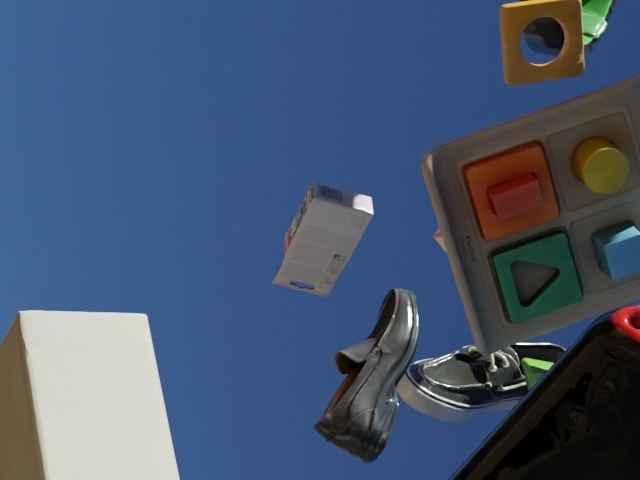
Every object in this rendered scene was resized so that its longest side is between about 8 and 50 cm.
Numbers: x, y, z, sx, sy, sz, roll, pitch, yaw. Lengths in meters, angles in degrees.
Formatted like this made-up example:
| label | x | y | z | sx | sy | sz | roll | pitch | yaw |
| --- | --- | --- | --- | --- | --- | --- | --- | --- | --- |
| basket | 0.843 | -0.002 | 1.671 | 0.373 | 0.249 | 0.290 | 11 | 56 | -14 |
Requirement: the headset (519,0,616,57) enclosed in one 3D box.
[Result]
| label | x | y | z | sx | sy | sz | roll | pitch | yaw |
| --- | --- | --- | --- | --- | --- | --- | --- | --- | --- |
| headset | 0.273 | -0.349 | 1.458 | 0.185 | 0.243 | 0.394 | 14 | -49 | 21 |

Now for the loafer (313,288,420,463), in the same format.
| label | x | y | z | sx | sy | sz | roll | pitch | yaw |
| --- | --- | --- | --- | --- | --- | --- | --- | --- | --- |
| loafer | 0.043 | 0.108 | 1.387 | 0.062 | 0.061 | 0.170 | 127 | -16 | -53 |

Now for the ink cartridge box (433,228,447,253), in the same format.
| label | x | y | z | sx | sy | sz | roll | pitch | yaw |
| --- | --- | --- | --- | --- | --- | --- | --- | --- | --- |
| ink cartridge box | 0.216 | -0.052 | 1.554 | 0.067 | 0.198 | 0.115 | 50 | -25 | -18 |

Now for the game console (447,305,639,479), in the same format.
| label | x | y | z | sx | sy | sz | roll | pitch | yaw |
| --- | --- | --- | --- | --- | --- | --- | --- | --- | --- |
| game console | 0.182 | 0.256 | 0.833 | 0.342 | 0.060 | 0.386 | 44 | -50 | 11 |

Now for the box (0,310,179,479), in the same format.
| label | x | y | z | sx | sy | sz | roll | pitch | yaw |
| --- | --- | --- | --- | --- | --- | --- | --- | --- | --- |
| box | -0.144 | 0.186 | 0.998 | 0.113 | 0.094 | 0.275 | -53 | -138 | 48 |

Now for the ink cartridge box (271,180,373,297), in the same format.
| label | x | y | z | sx | sy | sz | roll | pitch | yaw |
| --- | --- | --- | --- | --- | --- | --- | --- | --- | --- |
| ink cartridge box | 0.000 | 0.000 | 1.529 | 0.029 | 0.063 | 0.115 | -95 | -154 | -49 |

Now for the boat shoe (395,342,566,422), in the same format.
| label | x | y | z | sx | sy | sz | roll | pitch | yaw |
| --- | --- | --- | --- | --- | --- | --- | --- | --- | --- |
| boat shoe | 0.166 | 0.131 | 1.605 | 0.078 | 0.219 | 0.070 | 48 | -57 | 35 |

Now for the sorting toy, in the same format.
| label | x | y | z | sx | sy | sz | roll | pitch | yaw |
| --- | --- | --- | --- | --- | --- | --- | --- | --- | --- |
| sorting toy | 0.192 | -0.016 | 1.232 | 0.047 | 0.196 | 0.347 | -124 | -165 | -69 |
